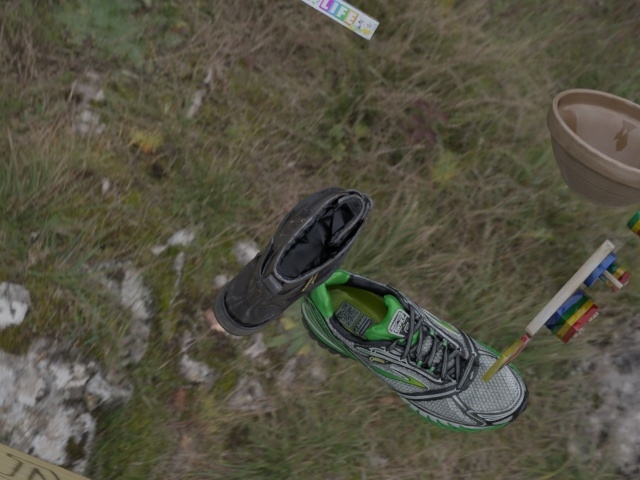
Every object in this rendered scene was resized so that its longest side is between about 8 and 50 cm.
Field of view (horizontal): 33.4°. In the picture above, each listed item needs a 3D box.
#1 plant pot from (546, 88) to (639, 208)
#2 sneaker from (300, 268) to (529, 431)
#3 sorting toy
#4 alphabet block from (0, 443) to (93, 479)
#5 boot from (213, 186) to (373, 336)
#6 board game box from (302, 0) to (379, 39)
[{"bbox_3d":[0.448,-0.126,1.645,0.237,0.109,0.237,14,35,-10],"label":"plant pot"},{"bbox_3d":[0.122,0.152,1.451,0.344,0.146,0.134,26,76,8],"label":"sneaker"},{"bbox_3d":[0.293,0.067,1.196,0.046,0.132,0.274,44,105,14],"label":"sorting toy"},{"bbox_3d":[-0.262,0.284,0.879,0.197,0.193,0.192,23,85,-7],"label":"alphabet block"},{"bbox_3d":[0.000,0.000,1.174,0.091,0.229,0.263,44,58,-3],"label":"boot"},{"bbox_3d":[0.026,-0.305,1.413,0.103,0.154,0.026,29,102,-5],"label":"board game box"}]
